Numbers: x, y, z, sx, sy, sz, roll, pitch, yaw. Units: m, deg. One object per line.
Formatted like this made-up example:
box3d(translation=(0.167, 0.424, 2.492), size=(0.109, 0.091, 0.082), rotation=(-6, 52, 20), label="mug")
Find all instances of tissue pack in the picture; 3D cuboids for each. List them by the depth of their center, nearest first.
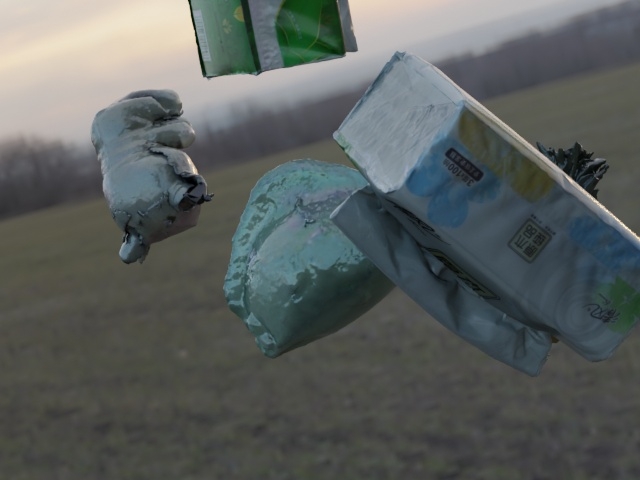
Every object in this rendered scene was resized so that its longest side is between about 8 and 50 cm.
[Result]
box3d(translation=(0.120, -0.008, 1.409), size=(0.145, 0.229, 0.159), rotation=(-50, 25, 5), label="tissue pack")
box3d(translation=(-0.042, -0.271, 1.809), size=(0.156, 0.209, 0.148), rotation=(-13, 8, -21), label="tissue pack")

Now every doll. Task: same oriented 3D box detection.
box3d(translation=(-0.187, -0.076, 2.041), size=(0.095, 0.192, 0.149), rotation=(11, -44, -45), label="doll")

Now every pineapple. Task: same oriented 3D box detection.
box3d(translation=(0.289, -0.002, 2.291), size=(0.125, 0.251, 0.125), rotation=(16, -22, 7), label="pineapple")

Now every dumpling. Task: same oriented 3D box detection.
box3d(translation=(0.002, 0.008, 1.716), size=(0.216, 0.149, 0.105), rotation=(-31, 21, 15), label="dumpling")
